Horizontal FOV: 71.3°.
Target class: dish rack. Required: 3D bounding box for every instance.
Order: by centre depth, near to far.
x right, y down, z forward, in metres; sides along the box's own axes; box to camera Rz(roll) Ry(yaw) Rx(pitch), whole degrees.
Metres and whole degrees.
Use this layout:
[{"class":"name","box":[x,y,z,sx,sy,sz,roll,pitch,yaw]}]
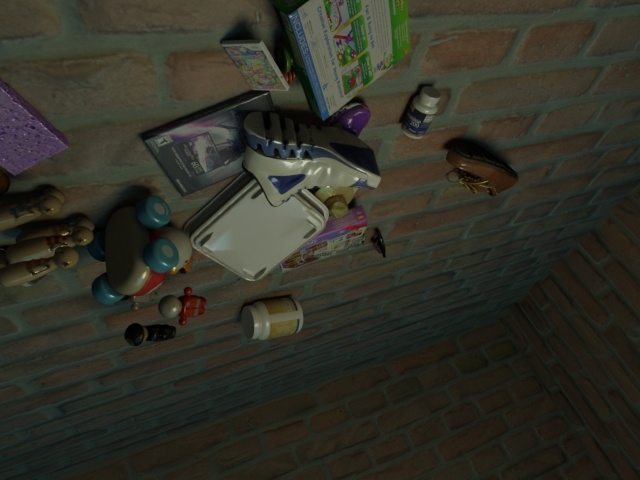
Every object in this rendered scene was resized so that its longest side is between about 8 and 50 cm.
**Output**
[{"class":"dish rack","box":[-0.164,-0.026,1.186,0.332,0.072,0.285,-38,127,18]}]

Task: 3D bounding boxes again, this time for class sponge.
[{"class":"sponge","box":[-0.547,-0.203,0.750,0.117,0.031,0.210,-26,149,0]}]

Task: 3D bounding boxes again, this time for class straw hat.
[{"class":"straw hat","box":[0.045,-0.097,1.252,0.144,0.061,0.145,-19,150,-11]}]

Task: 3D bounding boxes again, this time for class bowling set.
[{"class":"bowling set","box":[-0.542,-0.051,0.857,0.154,0.287,0.200,-20,116,-21]}]

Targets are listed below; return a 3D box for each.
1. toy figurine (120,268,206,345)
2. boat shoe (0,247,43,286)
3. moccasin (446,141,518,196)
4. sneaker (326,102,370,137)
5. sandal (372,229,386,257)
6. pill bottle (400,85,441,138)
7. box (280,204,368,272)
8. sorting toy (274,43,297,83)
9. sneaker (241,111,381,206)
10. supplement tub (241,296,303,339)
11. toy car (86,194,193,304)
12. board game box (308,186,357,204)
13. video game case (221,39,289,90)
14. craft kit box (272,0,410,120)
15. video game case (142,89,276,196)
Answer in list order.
[{"class":"toy figurine","box":[-0.443,0.158,1.206,0.213,0.210,0.148,-37,159,19]},{"class":"boat shoe","box":[-0.690,0.045,1.004,0.066,0.066,0.183,-28,160,-5]},{"class":"moccasin","box":[0.500,-0.213,1.425,0.380,0.139,0.147,3,131,-54]},{"class":"sneaker","box":[0.045,-0.223,1.086,0.095,0.105,0.236,12,132,-45]},{"class":"sandal","box":[0.212,0.020,1.625,0.040,0.067,0.179,-15,152,4]},{"class":"pill bottle","box":[0.254,-0.322,1.124,0.067,0.067,0.120,-10,146,-25]},{"class":"box","box":[0.000,0.000,1.406,0.293,0.057,0.201,-19,158,-7]},{"class":"sorting toy","box":[-0.061,-0.344,0.866,0.042,0.061,0.102,-16,171,-16]},{"class":"sneaker","box":[-0.039,-0.163,1.010,0.315,0.128,0.182,13,137,-18]},{"class":"supplement tub","box":[-0.180,0.292,1.671,0.199,0.144,0.144,-4,143,-32]},{"class":"toy car","box":[-0.385,0.037,1.077,0.219,0.211,0.238,-28,157,23]},{"class":"board game box","box":[0.044,-0.156,1.256,0.136,0.035,0.201,0,141,-36]},{"class":"video game case","box":[-0.120,-0.328,0.841,0.087,0.011,0.122,11,161,26]},{"class":"craft kit box","box":[0.056,-0.390,0.830,0.246,0.061,0.250,-37,150,-7]},{"class":"video game case","box":[-0.219,-0.211,0.989,0.274,0.026,0.196,-22,150,-4]}]
